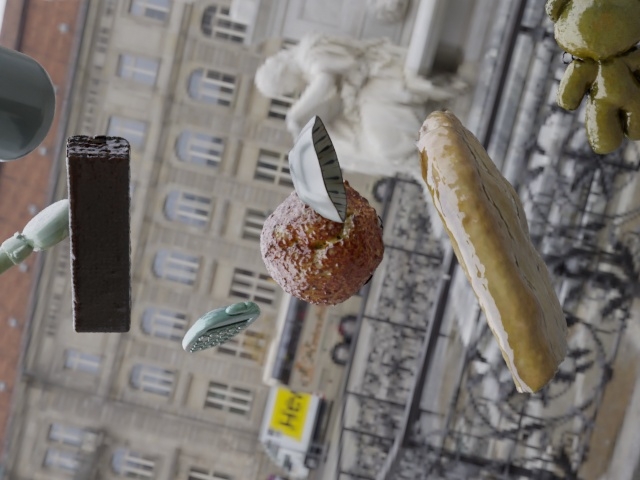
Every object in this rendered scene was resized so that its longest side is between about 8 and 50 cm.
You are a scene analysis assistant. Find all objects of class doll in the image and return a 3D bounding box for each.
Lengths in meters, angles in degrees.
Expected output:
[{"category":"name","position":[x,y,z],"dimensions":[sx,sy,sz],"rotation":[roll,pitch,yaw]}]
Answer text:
[{"category":"doll","position":[0.345,-0.211,1.268],"dimensions":[0.097,0.137,0.210],"rotation":[-100,-4,-64]}]

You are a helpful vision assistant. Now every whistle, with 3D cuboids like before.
[{"category":"whistle","position":[-0.574,0.000,2.079],"dimensions":[0.258,0.067,0.126],"rotation":[-35,21,-9]}]

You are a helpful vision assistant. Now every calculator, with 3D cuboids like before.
[{"category":"calculator","position":[-0.130,0.112,1.370],"dimensions":[0.153,0.095,0.021],"rotation":[-49,61,51]}]

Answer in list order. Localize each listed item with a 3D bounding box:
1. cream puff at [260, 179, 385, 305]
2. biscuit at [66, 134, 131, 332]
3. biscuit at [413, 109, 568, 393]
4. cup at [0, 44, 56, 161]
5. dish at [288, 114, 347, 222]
[{"category":"cream puff","position":[0.001,0.000,1.934],"dimensions":[0.164,0.240,0.240],"rotation":[38,-117,-63]},{"category":"biscuit","position":[-0.390,-0.004,1.846],"dimensions":[0.073,0.107,0.389],"rotation":[-103,17,-57]},{"category":"biscuit","position":[0.276,0.005,1.606],"dimensions":[0.446,0.104,0.429],"rotation":[68,-163,10]},{"category":"cup","position":[-0.620,-0.251,1.764],"dimensions":[0.312,0.205,0.206],"rotation":[16,-93,-47]},{"category":"dish","position":[-0.012,-0.115,1.779],"dimensions":[0.190,0.066,0.191],"rotation":[-15,-90,-78]}]
